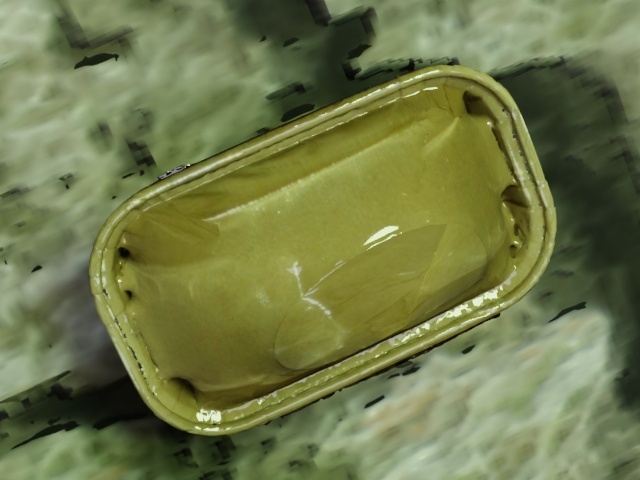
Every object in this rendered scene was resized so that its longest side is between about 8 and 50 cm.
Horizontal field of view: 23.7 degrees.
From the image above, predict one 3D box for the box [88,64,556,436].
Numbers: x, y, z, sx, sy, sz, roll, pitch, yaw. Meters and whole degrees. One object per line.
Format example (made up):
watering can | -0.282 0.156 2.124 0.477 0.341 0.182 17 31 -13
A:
box | 0.000 0.000 0.591 0.177 0.111 0.111 -25 111 -6
